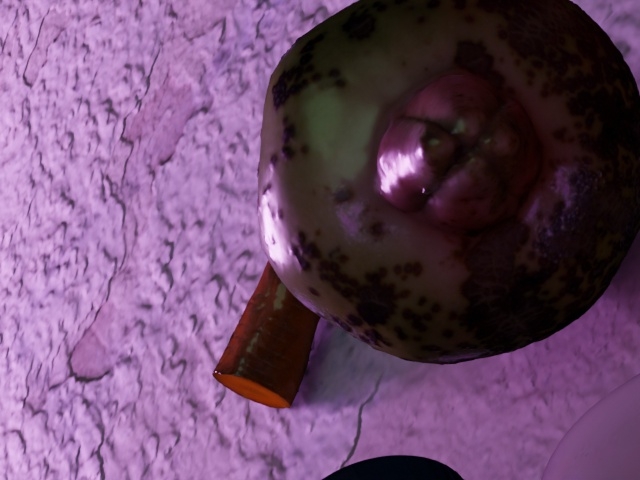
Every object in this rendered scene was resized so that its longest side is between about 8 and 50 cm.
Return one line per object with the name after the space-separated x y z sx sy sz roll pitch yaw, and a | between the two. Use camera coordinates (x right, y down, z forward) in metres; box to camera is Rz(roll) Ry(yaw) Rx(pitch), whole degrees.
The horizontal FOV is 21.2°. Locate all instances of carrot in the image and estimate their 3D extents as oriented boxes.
0.000 0.000 1.119 0.057 0.057 0.224 10 73 56 | carrot

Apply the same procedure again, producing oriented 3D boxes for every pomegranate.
0.068 -0.043 0.870 0.248 0.214 0.214 68 -135 -85 | pomegranate

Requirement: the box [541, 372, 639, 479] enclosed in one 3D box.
0.210 0.172 0.625 0.288 0.141 0.349 -36 42 35 | box

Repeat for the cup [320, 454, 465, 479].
0.061 0.192 0.871 0.138 0.150 0.113 -107 17 -48 | cup
